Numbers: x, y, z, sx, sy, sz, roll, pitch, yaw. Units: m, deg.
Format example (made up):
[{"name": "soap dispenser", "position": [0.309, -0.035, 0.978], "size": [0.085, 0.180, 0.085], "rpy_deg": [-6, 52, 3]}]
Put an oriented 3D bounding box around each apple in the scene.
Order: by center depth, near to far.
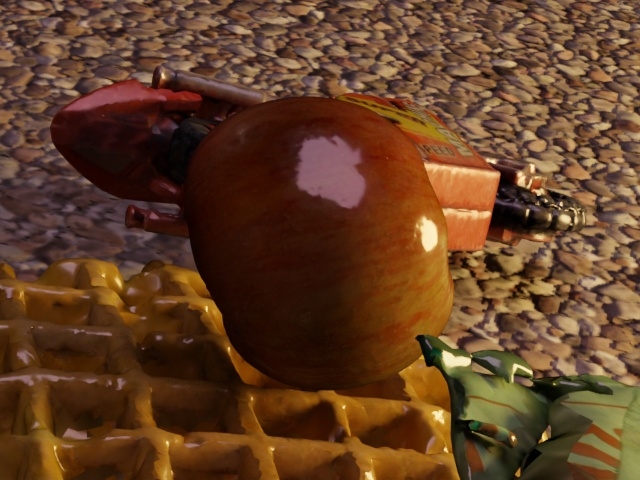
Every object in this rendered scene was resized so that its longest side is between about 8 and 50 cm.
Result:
[{"name": "apple", "position": [-0.001, -0.003, 0.705], "size": [0.102, 0.126, 0.126], "rpy_deg": [-19, 30, -1]}]

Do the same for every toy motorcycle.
[{"name": "toy motorcycle", "position": [0.013, -0.032, 0.906], "size": [0.171, 0.089, 0.298], "rpy_deg": [27, 15, 39]}]

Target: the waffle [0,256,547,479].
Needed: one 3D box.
[{"name": "waffle", "position": [-0.049, 0.081, 0.729], "size": [0.329, 0.062, 0.329], "rpy_deg": [12, 22, -5]}]

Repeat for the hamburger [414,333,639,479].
[{"name": "hamburger", "position": [0.109, 0.131, 0.589], "size": [0.235, 0.125, 0.214], "rpy_deg": [35, 25, -6]}]
